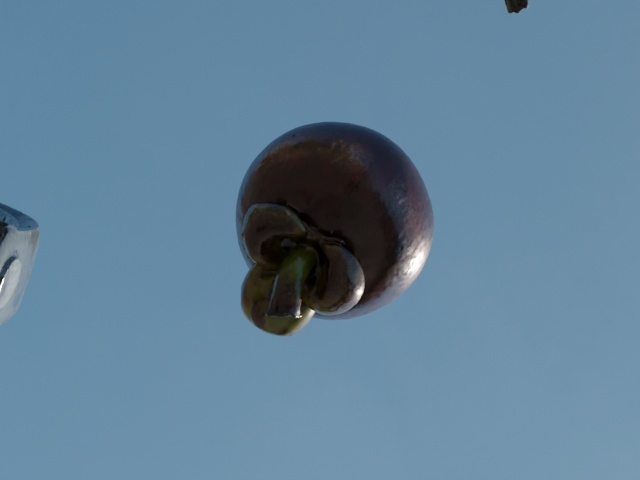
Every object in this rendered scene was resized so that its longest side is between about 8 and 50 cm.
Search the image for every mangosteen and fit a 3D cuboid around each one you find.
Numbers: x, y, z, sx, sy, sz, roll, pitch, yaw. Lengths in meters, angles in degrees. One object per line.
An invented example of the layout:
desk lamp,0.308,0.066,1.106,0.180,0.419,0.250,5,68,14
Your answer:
mangosteen,0.000,0.000,1.816,0.215,0.257,0.215,18,-43,18

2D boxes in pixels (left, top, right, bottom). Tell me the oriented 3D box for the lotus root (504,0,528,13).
lotus root,0.161,-0.272,1.313,0.125,0.118,0.221,52,-47,35

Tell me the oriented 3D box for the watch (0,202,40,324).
watch,-0.229,-0.009,0.862,0.193,0.206,0.068,18,-87,5
